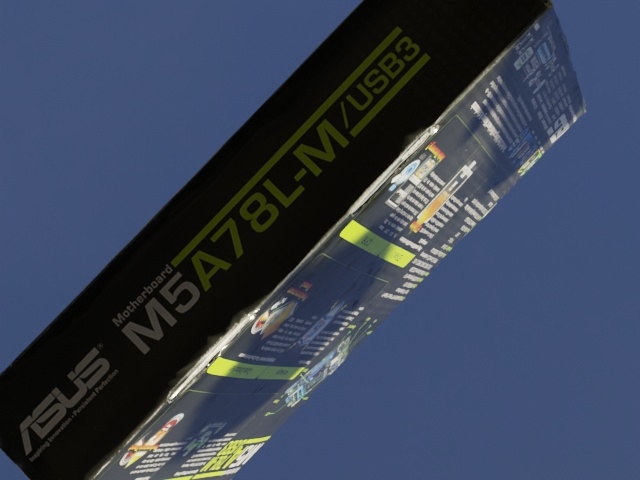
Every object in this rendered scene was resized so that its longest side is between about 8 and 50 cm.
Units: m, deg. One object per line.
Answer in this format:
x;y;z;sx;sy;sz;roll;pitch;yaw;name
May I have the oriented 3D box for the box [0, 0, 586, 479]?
0.000;0.000;0.574;0.184;0.191;0.045;-44;-101;5;box
